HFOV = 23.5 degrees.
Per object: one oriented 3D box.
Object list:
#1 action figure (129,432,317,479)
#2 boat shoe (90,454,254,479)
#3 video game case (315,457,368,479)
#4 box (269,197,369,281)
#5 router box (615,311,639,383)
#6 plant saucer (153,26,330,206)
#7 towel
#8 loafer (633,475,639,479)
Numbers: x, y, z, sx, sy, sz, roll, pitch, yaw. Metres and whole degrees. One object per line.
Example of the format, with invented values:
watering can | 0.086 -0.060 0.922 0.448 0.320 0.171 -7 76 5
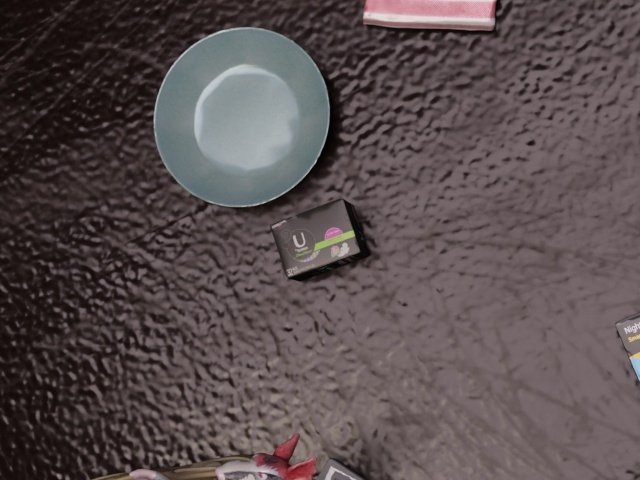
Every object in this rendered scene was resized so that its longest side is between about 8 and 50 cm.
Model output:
action figure | -0.105 0.340 1.406 0.275 0.248 0.370 41 106 2
boat shoe | -0.195 0.291 1.592 0.302 0.098 0.109 -16 80 11
video game case | 0.048 0.360 1.569 0.212 0.023 0.193 32 91 13
box | 0.000 0.000 1.605 0.083 0.052 0.062 -21 80 11
router box | 0.397 0.109 1.505 0.179 0.046 0.133 -24 79 10
plant saucer | -0.081 -0.130 1.645 0.195 0.037 0.195 -1 84 12
towel | 0.124 -0.319 1.627 0.144 0.029 0.197 5 87 13
loafer | 0.281 0.298 1.491 0.319 0.112 0.111 -31 43 9
